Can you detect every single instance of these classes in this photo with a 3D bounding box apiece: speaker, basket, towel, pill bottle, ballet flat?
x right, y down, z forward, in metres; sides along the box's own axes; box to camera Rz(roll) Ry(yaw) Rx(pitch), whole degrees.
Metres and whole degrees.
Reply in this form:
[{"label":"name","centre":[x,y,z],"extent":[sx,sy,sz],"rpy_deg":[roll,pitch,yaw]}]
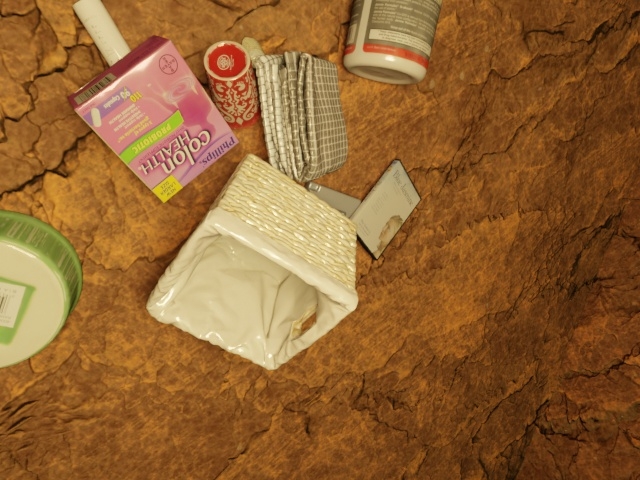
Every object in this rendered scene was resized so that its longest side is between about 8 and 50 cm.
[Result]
[{"label":"speaker","centre":[-0.425,-0.406,0.818],"extent":[0.055,0.055,0.136],"rpy_deg":[-34,117,-14]},{"label":"basket","centre":[-0.135,0.053,0.894],"extent":[0.331,0.267,0.328],"rpy_deg":[31,128,-19]},{"label":"towel","centre":[-0.025,-0.289,0.961],"extent":[0.235,0.121,0.284],"rpy_deg":[-36,125,-59]},{"label":"pill bottle","centre":[0.187,-0.583,0.983],"extent":[0.210,0.210,0.363],"rpy_deg":[5,103,-28]},{"label":"ballet flat","centre":[-0.139,-0.392,0.968],"extent":[0.057,0.052,0.168],"rpy_deg":[-23,114,-19]}]

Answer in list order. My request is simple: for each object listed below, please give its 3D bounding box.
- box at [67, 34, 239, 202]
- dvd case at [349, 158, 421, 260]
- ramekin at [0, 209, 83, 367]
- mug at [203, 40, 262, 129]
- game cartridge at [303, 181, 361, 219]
[{"label":"box","centre":[-0.332,-0.244,0.846],"extent":[0.213,0.117,0.243],"rpy_deg":[-42,134,-10]},{"label":"dvd case","centre":[0.194,-0.087,1.213],"extent":[0.253,0.022,0.180],"rpy_deg":[-53,130,-13]},{"label":"ramekin","centre":[-0.644,0.102,0.807],"extent":[0.303,0.148,0.304],"rpy_deg":[-8,109,-25]},{"label":"mug","centre":[-0.197,-0.343,0.879],"extent":[0.113,0.169,0.150],"rpy_deg":[-32,81,-10]},{"label":"game cartridge","centre":[0.000,0.000,1.159],"extent":[0.195,0.060,0.295],"rpy_deg":[17,97,-26]}]
